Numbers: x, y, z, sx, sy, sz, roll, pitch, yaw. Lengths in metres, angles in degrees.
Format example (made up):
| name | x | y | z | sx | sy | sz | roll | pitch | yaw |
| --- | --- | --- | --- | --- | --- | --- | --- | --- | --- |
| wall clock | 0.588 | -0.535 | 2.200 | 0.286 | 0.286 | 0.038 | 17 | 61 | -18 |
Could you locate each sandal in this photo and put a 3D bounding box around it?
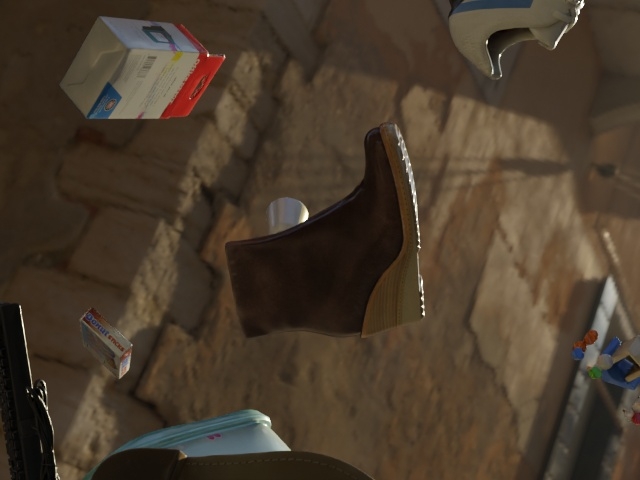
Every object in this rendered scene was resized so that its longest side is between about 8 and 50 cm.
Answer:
| name | x | y | z | sx | sy | sz | roll | pitch | yaw |
| --- | --- | --- | --- | --- | --- | --- | --- | --- | --- |
| sandal | -0.037 | 0.189 | 0.736 | 0.240 | 0.088 | 0.079 | 4 | -27 | 26 |

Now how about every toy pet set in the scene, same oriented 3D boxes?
| name | x | y | z | sx | sy | sz | roll | pitch | yaw |
| --- | --- | --- | --- | --- | --- | --- | --- | --- | --- |
| toy pet set | 0.362 | 0.166 | 1.387 | 0.122 | 0.114 | 0.065 | 48 | -40 | 2 |

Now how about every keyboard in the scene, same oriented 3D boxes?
| name | x | y | z | sx | sy | sz | roll | pitch | yaw |
| --- | --- | --- | --- | --- | --- | --- | --- | --- | --- |
| keyboard | -0.378 | 0.234 | 1.402 | 0.033 | 0.317 | 0.201 | -12 | 9 | -32 |

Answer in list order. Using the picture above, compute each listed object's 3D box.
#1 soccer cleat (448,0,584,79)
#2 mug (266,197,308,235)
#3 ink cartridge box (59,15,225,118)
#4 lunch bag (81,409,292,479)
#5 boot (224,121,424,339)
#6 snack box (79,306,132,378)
| name | x | y | z | sx | sy | sz | roll | pitch | yaw |
| --- | --- | --- | --- | --- | --- | --- | --- | --- | --- |
| soccer cleat | 0.328 | -0.346 | 1.500 | 0.331 | 0.143 | 0.116 | -36 | -24 | 25 |
| mug | -0.043 | -0.020 | 1.622 | 0.078 | 0.064 | 0.062 | 2 | -54 | 0 |
| ink cartridge box | -0.265 | -0.258 | 1.680 | 0.078 | 0.134 | 0.231 | 48 | 27 | 19 |
| lunch bag | -0.140 | 0.272 | 0.935 | 0.108 | 0.279 | 0.224 | 46 | 28 | 23 |
| boot | 0.000 | 0.000 | 1.161 | 0.207 | 0.090 | 0.248 | -4 | -61 | 5 |
| snack box | -0.254 | 0.124 | 1.308 | 0.064 | 0.022 | 0.178 | 44 | -18 | 3 |
